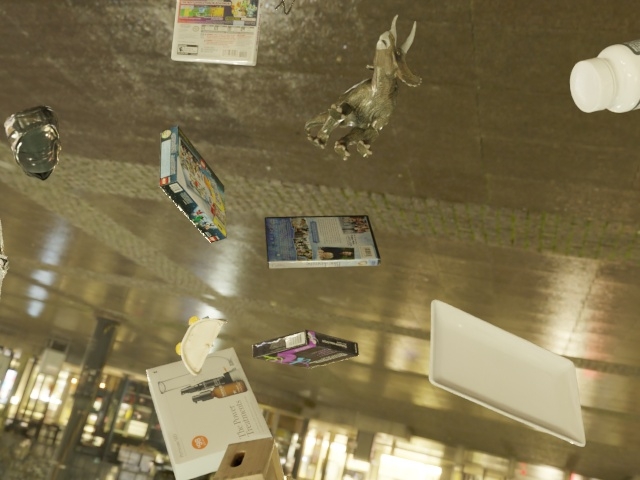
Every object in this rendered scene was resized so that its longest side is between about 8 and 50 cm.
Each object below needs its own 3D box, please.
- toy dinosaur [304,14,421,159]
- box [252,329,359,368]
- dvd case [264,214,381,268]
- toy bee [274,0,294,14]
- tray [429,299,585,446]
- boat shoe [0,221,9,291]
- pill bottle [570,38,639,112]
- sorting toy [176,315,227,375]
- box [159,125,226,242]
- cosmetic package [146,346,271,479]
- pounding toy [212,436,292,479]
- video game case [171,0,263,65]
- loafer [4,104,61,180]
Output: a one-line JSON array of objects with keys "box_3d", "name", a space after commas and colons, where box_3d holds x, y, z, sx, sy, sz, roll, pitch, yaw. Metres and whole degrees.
[{"box_3d": [0.071, -0.218, 1.157, 0.121, 0.160, 0.313, 44, 159, -3], "name": "toy dinosaur"}, {"box_3d": [-0.023, 0.192, 1.210, 0.116, 0.029, 0.162, -20, 156, 31], "name": "box"}, {"box_3d": [0.000, 0.000, 1.596, 0.253, 0.180, 0.022, -2, 125, -6], "name": "dvd case"}, {"box_3d": [-0.120, -0.691, 1.573, 0.162, 0.298, 0.195, 22, -164, 9], "name": "toy bee"}, {"box_3d": [0.266, 0.196, 1.011, 0.270, 0.145, 0.030, 25, 137, -16], "name": "tray"}, {"box_3d": [-0.848, 0.057, 1.783, 0.084, 0.258, 0.095, -14, 172, 4], "name": "boat shoe"}, {"box_3d": [0.497, -0.262, 1.101, 0.180, 0.108, 0.108, -14, 166, -10], "name": "pill bottle"}, {"box_3d": [-0.159, 0.137, 0.965, 0.045, 0.083, 0.075, 28, -177, 12], "name": "sorting toy"}, {"box_3d": [-0.282, -0.121, 1.556, 0.044, 0.159, 0.233, -17, 144, 12], "name": "box"}, {"box_3d": [-0.341, 0.511, 2.089, 0.284, 0.377, 0.097, -14, 130, -19], "name": "cosmetic package"}, {"box_3d": [-0.102, 0.441, 1.152, 0.094, 0.206, 0.181, -12, -170, 6], "name": "pounding toy"}, {"box_3d": [-0.223, -0.477, 1.503, 0.201, 0.183, 0.023, 9, -175, 19], "name": "video game case"}, {"box_3d": [-0.419, -0.141, 1.032, 0.076, 0.078, 0.223, -24, -178, -22], "name": "loafer"}]
